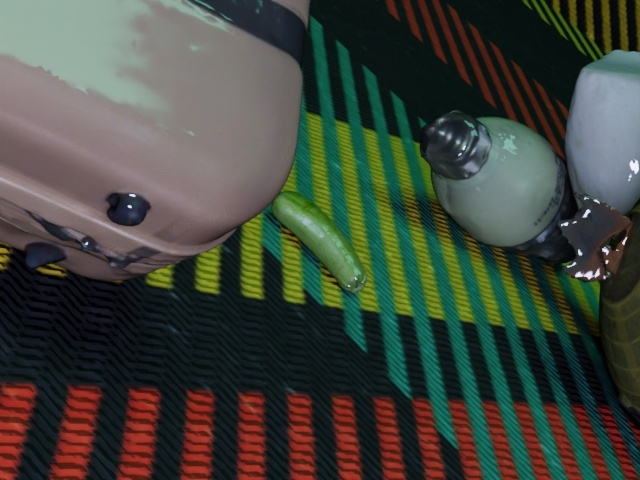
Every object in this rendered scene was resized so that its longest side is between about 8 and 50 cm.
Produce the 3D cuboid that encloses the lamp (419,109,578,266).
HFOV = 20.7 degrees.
[{"bbox_3d":[0.152,-0.039,1.386,0.101,0.101,0.250,48,9,34],"label":"lamp"}]

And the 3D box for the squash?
[{"bbox_3d":[0.001,0.000,1.109,0.089,0.027,0.027,46,20,24],"label":"squash"}]

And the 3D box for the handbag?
[{"bbox_3d":[-0.146,-0.149,0.818,0.302,0.149,0.283,25,59,-26],"label":"handbag"}]

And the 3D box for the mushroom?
[{"bbox_3d":[0.257,-0.011,1.360,0.103,0.270,0.118,-4,13,40],"label":"mushroom"}]

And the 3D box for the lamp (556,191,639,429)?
[{"bbox_3d":[0.290,0.038,1.197,0.284,0.250,0.250,21,21,-15],"label":"lamp"}]
